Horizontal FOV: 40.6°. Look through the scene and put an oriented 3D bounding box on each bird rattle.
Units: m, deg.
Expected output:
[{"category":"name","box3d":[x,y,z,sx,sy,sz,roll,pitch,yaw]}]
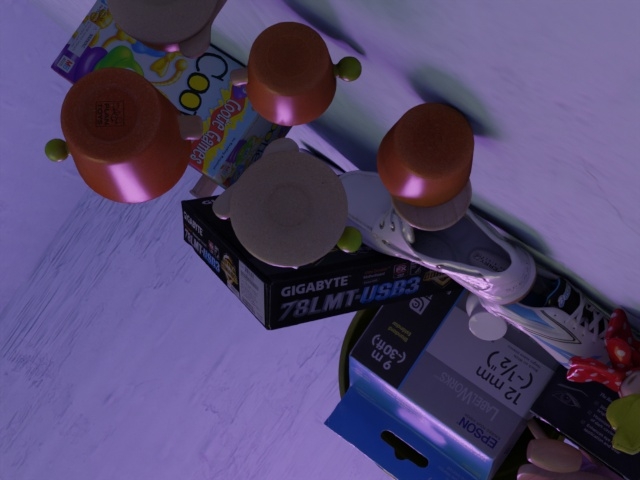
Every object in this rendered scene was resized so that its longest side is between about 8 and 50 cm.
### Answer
[{"category":"bird rattle","box3d":[0.357,0.189,0.893,0.207,0.143,0.253,47,177,3]}]

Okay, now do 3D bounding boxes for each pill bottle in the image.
[{"category":"pill bottle","box3d":[0.222,0.072,1.113,0.065,0.065,0.116,35,-140,-7]}]

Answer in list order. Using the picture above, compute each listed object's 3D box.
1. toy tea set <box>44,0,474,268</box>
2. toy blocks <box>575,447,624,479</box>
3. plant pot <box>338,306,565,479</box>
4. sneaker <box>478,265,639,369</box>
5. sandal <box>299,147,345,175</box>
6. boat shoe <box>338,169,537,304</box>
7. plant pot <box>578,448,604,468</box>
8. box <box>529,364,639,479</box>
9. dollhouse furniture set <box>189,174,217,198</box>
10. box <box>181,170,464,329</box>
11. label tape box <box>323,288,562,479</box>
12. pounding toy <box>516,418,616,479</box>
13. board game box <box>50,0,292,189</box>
[{"category":"toy tea set","box3d":[-0.046,-0.080,0.687,0.336,0.200,0.124,29,170,5]},{"category":"toy blocks","box3d":[0.518,0.305,1.286,0.288,0.309,0.260,63,-173,-63]},{"category":"plant pot","box3d":[0.257,0.214,1.484,0.366,0.366,0.353,34,-170,16]},{"category":"sneaker","box3d":[0.295,0.093,1.027,0.237,0.085,0.086,30,152,-1]},{"category":"sandal","box3d":[0.018,-0.084,1.561,0.102,0.076,0.265,34,179,24]},{"category":"boat shoe","box3d":[0.118,-0.023,0.997,0.277,0.098,0.096,26,172,28]},{"category":"plant pot","box3d":[0.574,0.348,1.489,0.237,0.237,0.109,34,141,15]},{"category":"box","box3d":[0.380,0.204,1.093,0.156,0.158,0.093,35,178,33]},{"category":"dollhouse furniture set","box3d":[-0.181,-0.159,1.501,0.101,0.182,0.161,35,179,-22]},{"category":"box","box3d":[0.000,0.000,1.161,0.296,0.073,0.293,-10,-152,-25]},{"category":"label tape box","box3d":[0.183,0.186,1.223,0.249,0.347,0.115,34,178,21]},{"category":"pounding toy","box3d":[0.328,0.325,1.114,0.154,0.155,0.269,13,148,12]},{"category":"board game box","box3d":[-0.191,-0.197,1.163,0.275,0.144,0.142,34,179,12]}]
